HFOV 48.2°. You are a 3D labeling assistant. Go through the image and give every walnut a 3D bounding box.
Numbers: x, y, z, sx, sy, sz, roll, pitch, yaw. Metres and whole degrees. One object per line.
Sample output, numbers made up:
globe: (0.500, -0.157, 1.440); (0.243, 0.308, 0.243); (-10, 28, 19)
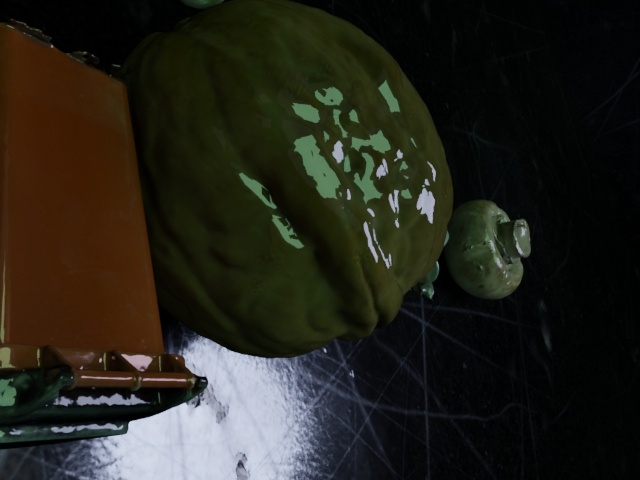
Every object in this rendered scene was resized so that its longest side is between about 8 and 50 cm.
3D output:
walnut: (-0.036, -0.048, 0.614); (0.313, 0.251, 0.277); (57, 44, -12)

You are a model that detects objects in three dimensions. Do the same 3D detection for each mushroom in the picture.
mushroom: (0.270, 0.013, 1.156); (0.166, 0.127, 0.166); (23, 56, -41)

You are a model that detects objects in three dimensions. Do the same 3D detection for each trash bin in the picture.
trash bin: (-0.178, 0.002, 0.435); (0.161, 0.184, 0.239); (19, 62, -58)

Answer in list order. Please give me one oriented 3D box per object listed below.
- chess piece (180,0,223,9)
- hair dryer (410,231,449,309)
chess piece: (-0.061, -0.347, 0.734); (0.133, 0.243, 0.133); (28, 54, -48)
hair dryer: (0.092, -0.016, 0.818); (0.173, 0.107, 0.357); (60, 7, -17)
